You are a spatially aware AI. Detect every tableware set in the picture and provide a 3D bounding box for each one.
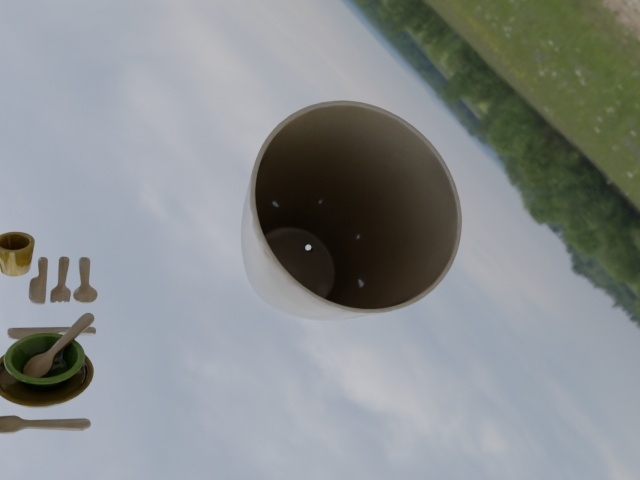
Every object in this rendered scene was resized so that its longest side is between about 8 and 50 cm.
[{"bbox_3d":[-0.167,0.040,0.453,0.104,0.024,0.154,1,-148,-14],"label":"tableware set"}]

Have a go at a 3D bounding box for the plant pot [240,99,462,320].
[{"bbox_3d":[0.000,0.000,1.123,0.256,0.256,0.274,48,153,1],"label":"plant pot"}]
